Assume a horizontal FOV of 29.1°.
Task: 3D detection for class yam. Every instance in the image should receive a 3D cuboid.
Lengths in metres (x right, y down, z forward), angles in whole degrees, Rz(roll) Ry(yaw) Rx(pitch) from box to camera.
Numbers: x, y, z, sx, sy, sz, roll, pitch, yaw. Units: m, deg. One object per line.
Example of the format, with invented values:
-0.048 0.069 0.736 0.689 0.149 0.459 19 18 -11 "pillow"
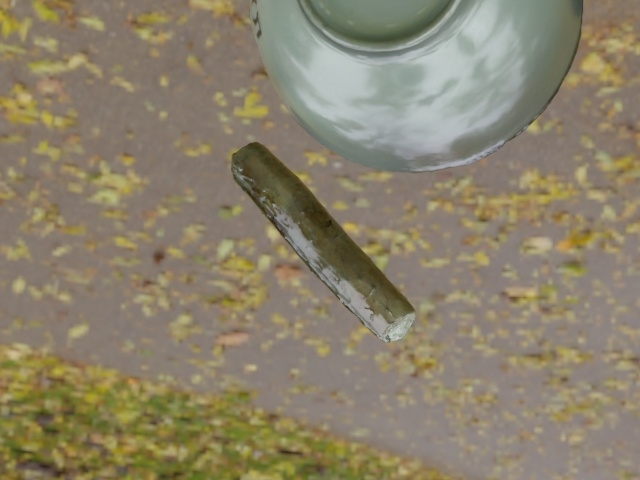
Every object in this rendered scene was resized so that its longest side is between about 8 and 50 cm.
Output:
0.000 0.000 1.566 0.071 0.317 0.067 -46 164 12 "yam"

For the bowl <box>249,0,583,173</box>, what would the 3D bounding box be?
0.080 -0.252 1.221 0.353 0.354 0.185 -3 175 15 "bowl"
